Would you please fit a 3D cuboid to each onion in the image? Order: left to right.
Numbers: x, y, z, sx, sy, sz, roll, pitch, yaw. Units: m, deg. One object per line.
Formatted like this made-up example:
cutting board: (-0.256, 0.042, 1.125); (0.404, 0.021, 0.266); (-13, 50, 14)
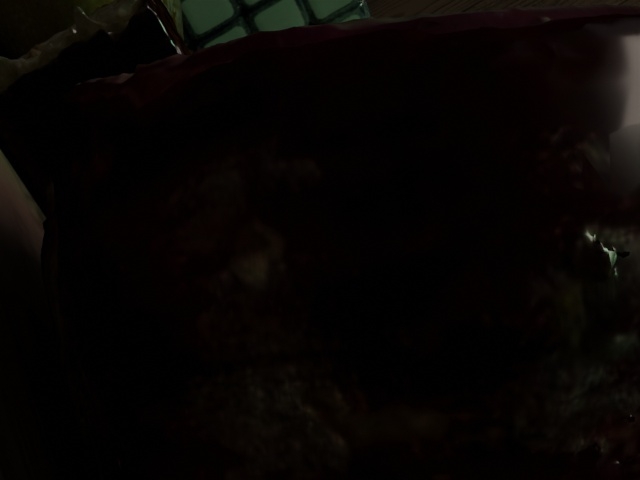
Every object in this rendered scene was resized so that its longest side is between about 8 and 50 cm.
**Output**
onion: (0.042, 0.047, 0.545); (0.337, 0.282, 0.260); (-179, -101, -74)

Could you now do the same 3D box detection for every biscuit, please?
biscuit: (-0.080, -0.016, 0.755); (0.252, 0.106, 0.070); (58, 3, -20)

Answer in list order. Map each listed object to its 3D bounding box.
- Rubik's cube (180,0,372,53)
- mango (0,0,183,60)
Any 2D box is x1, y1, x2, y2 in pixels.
Rubik's cube: (-0.126, -0.241, 1.106); (0.237, 0.238, 0.237); (59, 0, 42)
mango: (-0.157, -0.177, 0.841); (0.193, 0.146, 0.316); (-112, -174, -74)
